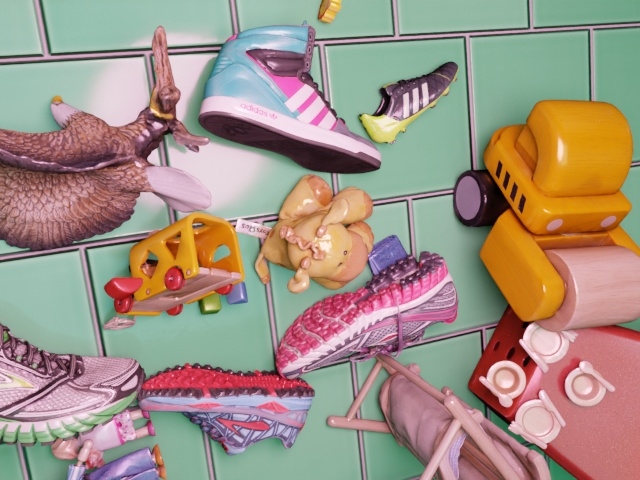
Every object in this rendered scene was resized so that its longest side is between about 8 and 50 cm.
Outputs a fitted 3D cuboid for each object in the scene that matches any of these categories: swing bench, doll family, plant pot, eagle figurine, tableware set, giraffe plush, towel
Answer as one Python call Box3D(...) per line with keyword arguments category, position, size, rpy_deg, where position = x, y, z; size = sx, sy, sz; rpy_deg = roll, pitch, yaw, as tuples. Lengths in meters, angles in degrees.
Box3D(category="swing bench", position=(0.185, 0.310, 0.885), size=(0.255, 0.253, 0.165), rpy_deg=(32, 87, -21))
Box3D(category="doll family", position=(-0.289, 0.359, 0.800), size=(0.163, 0.118, 0.262), rpy_deg=(-17, 102, -18))
Box3D(category="plant pot", position=(0.410, 0.235, 0.962), size=(0.236, 0.267, 0.267), rpy_deg=(29, 88, -7))
Box3D(category="eagle figurine", position=(-0.301, -0.098, 0.698), size=(0.298, 0.225, 0.226), rpy_deg=(-32, 121, -23))
Box3D(category="tableware set", position=(0.324, 0.205, 0.847), size=(0.169, 0.020, 0.141), rpy_deg=(-43, 80, 1))
Box3D(category="giraffe plush", position=(0.000, 0.000, 0.819), size=(0.211, 0.170, 0.181), rpy_deg=(-3, 99, -19))
Box3D(category="towel", position=(0.123, 0.054, 0.945), size=(0.067, 0.029, 0.119), rpy_deg=(-33, 107, -13))

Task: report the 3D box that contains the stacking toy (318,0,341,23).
Box3D(category="stacking toy", position=(-0.030, -0.439, 0.811), size=(0.167, 0.052, 0.221), rpy_deg=(14, 92, -22))

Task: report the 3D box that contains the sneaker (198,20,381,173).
Box3D(category="sneaker", position=(-0.025, -0.205, 0.812), size=(0.296, 0.124, 0.178), rpy_deg=(14, 77, -41))

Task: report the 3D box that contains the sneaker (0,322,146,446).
Box3D(category="sneaker", position=(-0.396, 0.167, 0.727), size=(0.344, 0.134, 0.146), rpy_deg=(5, 96, -19))

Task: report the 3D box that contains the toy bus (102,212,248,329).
Box3D(category="toy bus", position=(-0.201, 0.036, 0.775), size=(0.202, 0.191, 0.104), rpy_deg=(-8, 71, -13))

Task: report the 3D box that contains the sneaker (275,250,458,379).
Box3D(category="sneaker", position=(0.072, 0.134, 0.876), size=(0.299, 0.121, 0.111), rpy_deg=(-26, 110, -2))

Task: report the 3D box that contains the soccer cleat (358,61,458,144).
Box3D(category="soccer cleat", position=(0.138, -0.224, 0.894), size=(0.179, 0.060, 0.072), rpy_deg=(-43, 108, -6))

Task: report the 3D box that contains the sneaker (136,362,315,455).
Box3D(category="sneaker", position=(-0.137, 0.258, 0.847), size=(0.262, 0.104, 0.125), rpy_deg=(10, 97, -20))

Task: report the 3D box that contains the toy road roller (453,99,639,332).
Box3D(category="toy road roller", position=(0.359, -0.054, 0.851), size=(0.203, 0.329, 0.240), rpy_deg=(-4, 139, -18))
